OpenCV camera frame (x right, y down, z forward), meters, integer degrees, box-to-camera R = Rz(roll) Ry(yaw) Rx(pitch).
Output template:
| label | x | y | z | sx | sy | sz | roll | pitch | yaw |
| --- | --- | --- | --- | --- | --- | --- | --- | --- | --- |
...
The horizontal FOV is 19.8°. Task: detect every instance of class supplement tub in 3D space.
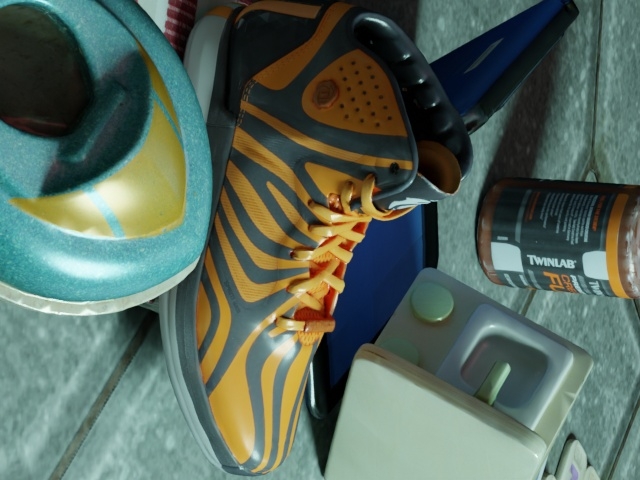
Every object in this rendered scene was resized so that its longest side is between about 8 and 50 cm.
| label | x | y | z | sx | sy | sz | roll | pitch | yaw |
| --- | --- | --- | --- | --- | --- | --- | --- | --- | --- |
| supplement tub | 0.250 | -0.002 | 1.681 | 0.106 | 0.198 | 0.106 | -13 | 105 | -58 |

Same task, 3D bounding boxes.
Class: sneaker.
| label | x | y | z | sx | sy | sz | roll | pitch | yaw |
| --- | --- | --- | --- | --- | --- | --- | --- | --- | --- |
| sneaker | 0.000 | 0.000 | 1.195 | 0.125 | 0.180 | 0.321 | -8 | 99 | -62 |

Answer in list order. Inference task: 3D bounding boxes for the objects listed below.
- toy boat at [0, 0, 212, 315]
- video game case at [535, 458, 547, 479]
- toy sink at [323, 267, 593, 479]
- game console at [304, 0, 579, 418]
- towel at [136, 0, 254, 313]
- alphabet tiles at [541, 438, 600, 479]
| label | x | y | z | sx | sy | sz | roll | pitch | yaw |
| --- | --- | --- | --- | --- | --- | --- | --- | --- | --- |
| toy boat | -0.173 | -0.013 | 0.962 | 0.267 | 0.148 | 0.318 | 41 | 64 | -32 |
| video game case | 0.136 | 0.213 | 1.648 | 0.183 | 0.023 | 0.201 | 39 | 63 | -42 |
| toy sink | 0.107 | 0.124 | 1.398 | 0.131 | 0.153 | 0.234 | -56 | 168 | -29 |
| game console | 0.097 | -0.031 | 1.421 | 0.173 | 0.250 | 0.293 | 57 | 32 | -10 |
| towel | -0.107 | -0.072 | 1.220 | 0.329 | 0.037 | 0.237 | 25 | 71 | -60 |
| alphabet tiles | 0.253 | 0.364 | 1.920 | 0.284 | 0.021 | 0.278 | 57 | 47 | -47 |
